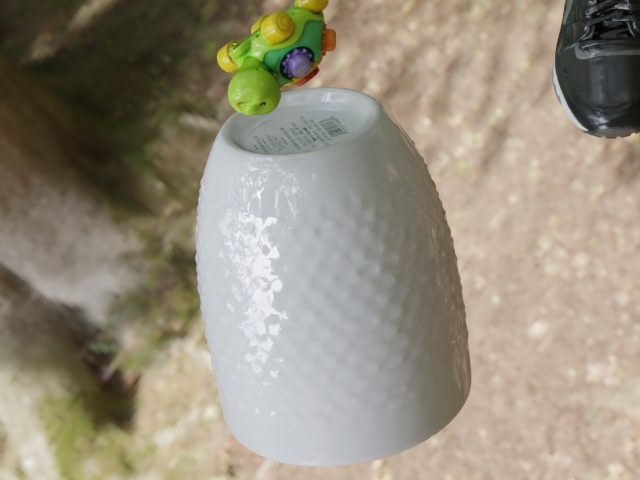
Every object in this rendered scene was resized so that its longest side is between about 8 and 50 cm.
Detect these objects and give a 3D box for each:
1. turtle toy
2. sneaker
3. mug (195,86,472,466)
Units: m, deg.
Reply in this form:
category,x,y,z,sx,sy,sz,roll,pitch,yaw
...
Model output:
category,x,y,z,sx,sy,sz,roll,pitch,yaw
turtle toy,-0.037,-0.155,1.505,0.130,0.066,0.095,-44,11,-37
sneaker,0.259,-0.230,1.641,0.107,0.124,0.283,-5,56,13
mug,0.000,0.000,1.892,0.276,0.328,0.374,-10,28,-1
